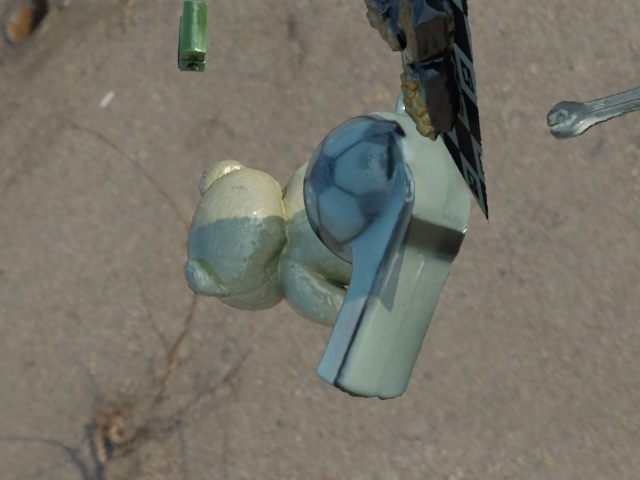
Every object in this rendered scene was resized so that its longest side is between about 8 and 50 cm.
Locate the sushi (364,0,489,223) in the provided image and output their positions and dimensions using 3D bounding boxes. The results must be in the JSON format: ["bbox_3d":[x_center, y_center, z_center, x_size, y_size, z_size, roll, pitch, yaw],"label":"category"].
[{"bbox_3d":[0.067,-0.158,1.062,0.043,0.279,0.192,-20,53,-6],"label":"sushi"}]

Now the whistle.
[{"bbox_3d":[0.047,-0.013,1.289,0.163,0.163,0.290,27,98,47],"label":"whistle"}]

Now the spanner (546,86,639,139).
[{"bbox_3d":[0.378,-0.160,1.428,0.302,0.017,0.071,-17,33,21],"label":"spanner"}]

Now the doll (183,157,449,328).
[{"bbox_3d":[0.000,0.005,1.476,0.278,0.149,0.175,1,54,7],"label":"doll"}]

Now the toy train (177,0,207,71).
[{"bbox_3d":[-0.167,-0.269,1.805,0.038,0.056,0.093,2,67,-6],"label":"toy train"}]
